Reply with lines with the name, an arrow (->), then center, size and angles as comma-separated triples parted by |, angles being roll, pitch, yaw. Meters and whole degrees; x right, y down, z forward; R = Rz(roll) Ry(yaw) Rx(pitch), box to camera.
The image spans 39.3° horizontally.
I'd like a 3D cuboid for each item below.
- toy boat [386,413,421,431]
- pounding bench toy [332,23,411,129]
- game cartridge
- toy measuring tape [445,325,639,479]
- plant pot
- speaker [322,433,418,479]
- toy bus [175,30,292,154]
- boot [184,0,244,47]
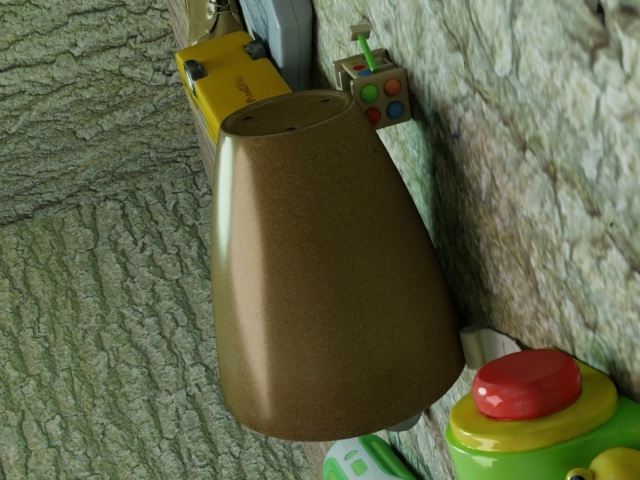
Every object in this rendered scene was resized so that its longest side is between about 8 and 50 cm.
toy boat -> 0.030, 0.095, 1.153 | 0.267, 0.148, 0.318 | 115, 145, -69
pounding bench toy -> 0.046, -0.149, 0.817 | 0.065, 0.052, 0.083 | -121, 17, -56
game cartridge -> -0.075, -0.349, 1.186 | 0.198, 0.062, 0.297 | 101, 151, -62
toy measuring tape -> 0.127, 0.123, 0.636 | 0.330, 0.121, 0.121 | -149, 43, -77
plant pot -> -0.004, 0.004, 0.802 | 0.237, 0.237, 0.254 | -127, 22, -65
speaker -> 0.084, 0.372, 1.304 | 0.296, 0.131, 0.131 | -160, 53, -79
toy bus -> -0.094, -0.158, 1.150 | 0.333, 0.108, 0.130 | -122, 16, -48
boot -> -0.188, -0.401, 1.631 | 0.115, 0.112, 0.305 | 115, 141, -61
